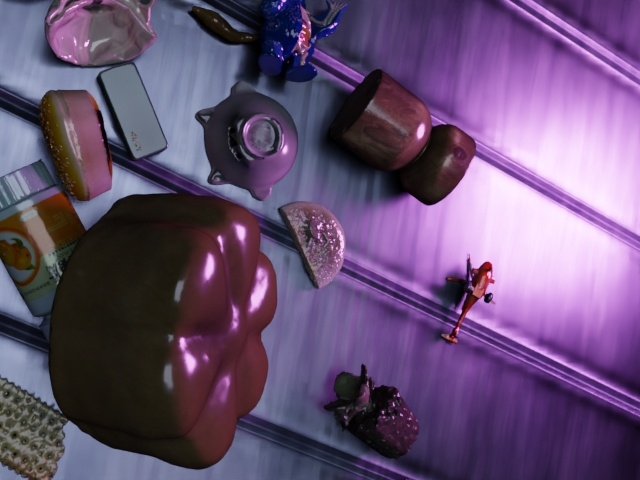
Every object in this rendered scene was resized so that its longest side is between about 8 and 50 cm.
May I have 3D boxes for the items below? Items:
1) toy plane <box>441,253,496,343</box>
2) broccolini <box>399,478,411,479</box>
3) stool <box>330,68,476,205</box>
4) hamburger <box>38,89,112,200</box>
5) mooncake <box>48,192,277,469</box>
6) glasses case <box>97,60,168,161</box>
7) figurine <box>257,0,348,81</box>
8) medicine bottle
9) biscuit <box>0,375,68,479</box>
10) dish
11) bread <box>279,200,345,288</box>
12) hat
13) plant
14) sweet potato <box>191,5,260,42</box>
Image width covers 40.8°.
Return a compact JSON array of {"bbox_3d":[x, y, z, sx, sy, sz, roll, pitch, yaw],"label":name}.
[{"bbox_3d":[0.330,0.132,1.940,0.194,0.077,0.126,-44,95,-8],"label":"toy plane"},{"bbox_3d":[0.158,0.627,1.880,0.044,0.042,0.218,20,87,-21],"label":"broccolini"},{"bbox_3d":[0.175,-0.218,1.828,0.264,0.179,0.179,34,77,-18],"label":"stool"},{"bbox_3d":[-0.450,-0.177,1.583,0.116,0.173,0.210,-13,105,-10],"label":"hamburger"},{"bbox_3d":[-0.248,0.151,1.500,0.262,0.467,0.467,5,86,20],"label":"mooncake"},{"bbox_3d":[-0.368,-0.253,1.687,0.078,0.039,0.184,-24,97,-21],"label":"glasses case"},{"bbox_3d":[-0.061,-0.447,1.783,0.164,0.121,0.262,34,59,-24],"label":"figurine"},{"bbox_3d":[-0.495,0.023,1.566,0.158,0.158,0.318,-30,99,-20],"label":"medicine bottle"},{"bbox_3d":[-0.561,0.354,1.606,0.203,0.016,0.144,36,76,-16],"label":"biscuit"},{"bbox_3d":[-0.139,-0.202,1.752,0.228,0.086,0.236,-36,101,-19],"label":"dish"},{"bbox_3d":[0.002,-0.005,1.830,0.112,0.036,0.193,-27,99,-21],"label":"bread"},{"bbox_3d":[-0.426,-0.460,1.620,0.219,0.164,0.226,3,79,-39],"label":"hat"},{"bbox_3d":[0.109,0.363,1.810,0.142,0.131,0.203,-43,113,-16],"label":"plant"},{"bbox_3d":[-0.196,-0.437,1.763,0.153,0.038,0.041,22,103,-21],"label":"sweet potato"}]
